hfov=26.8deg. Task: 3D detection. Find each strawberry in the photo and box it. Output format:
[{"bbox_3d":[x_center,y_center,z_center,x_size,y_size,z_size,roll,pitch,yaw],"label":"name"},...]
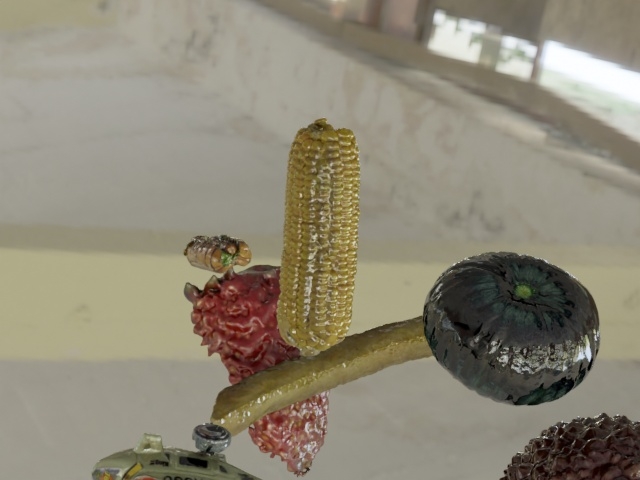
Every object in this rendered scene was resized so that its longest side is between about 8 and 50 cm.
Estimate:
[{"bbox_3d":[-0.041,0.160,1.859,0.306,0.138,0.233,59,-156,13],"label":"strawberry"}]

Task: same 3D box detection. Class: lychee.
[{"bbox_3d":[0.335,0.330,1.562,0.264,0.264,0.300,24,-179,36],"label":"lychee"}]

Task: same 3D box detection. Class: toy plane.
[{"bbox_3d":[-0.074,0.239,1.277,0.286,0.092,0.108,8,-163,-10],"label":"toy plane"}]

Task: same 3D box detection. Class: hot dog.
[{"bbox_3d":[-0.103,0.009,1.313,0.049,0.037,0.122,-15,-169,-24],"label":"hot dog"}]

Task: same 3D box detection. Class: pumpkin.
[{"bbox_3d":[0.214,0.100,1.512,0.202,0.140,0.202,8,-141,-7],"label":"pumpkin"}]

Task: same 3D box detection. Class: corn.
[{"bbox_3d":[0.000,0.000,1.146,0.068,0.207,0.068,5,-167,-1],"label":"corn"}]

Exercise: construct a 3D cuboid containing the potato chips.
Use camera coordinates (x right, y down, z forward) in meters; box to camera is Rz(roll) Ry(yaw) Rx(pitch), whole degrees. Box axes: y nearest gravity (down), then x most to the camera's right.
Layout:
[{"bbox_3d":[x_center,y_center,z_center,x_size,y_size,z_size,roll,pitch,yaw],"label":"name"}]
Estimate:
[{"bbox_3d":[0.027,0.165,1.750,0.407,0.057,0.080,-18,-145,-24],"label":"potato chips"}]
